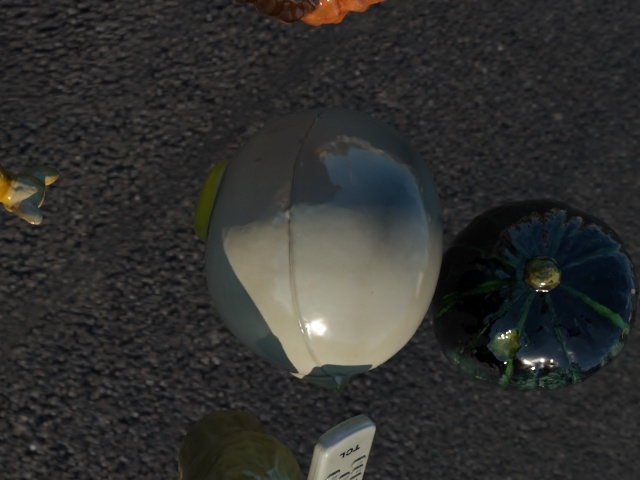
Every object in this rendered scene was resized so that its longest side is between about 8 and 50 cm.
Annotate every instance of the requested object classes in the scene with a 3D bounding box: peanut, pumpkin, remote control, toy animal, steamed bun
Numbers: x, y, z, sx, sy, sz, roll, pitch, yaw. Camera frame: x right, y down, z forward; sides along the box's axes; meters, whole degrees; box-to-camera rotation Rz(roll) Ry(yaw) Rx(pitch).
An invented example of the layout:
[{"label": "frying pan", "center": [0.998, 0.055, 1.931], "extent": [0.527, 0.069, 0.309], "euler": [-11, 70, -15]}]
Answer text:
[{"label": "peanut", "center": [-0.098, 0.290, 1.356], "extent": [0.147, 0.319, 0.147], "euler": [-1, 99, -7]}, {"label": "pumpkin", "center": [0.319, 0.081, 1.676], "extent": [0.238, 0.315, 0.315], "euler": [61, 47, -67]}, {"label": "remote control", "center": [0.018, 0.295, 1.379], "extent": [0.087, 0.029, 0.190], "euler": [-21, 137, -37]}, {"label": "toy animal", "center": [-0.257, -0.048, 0.931], "extent": [0.083, 0.081, 0.060], "euler": [16, 57, -29]}, {"label": "steamed bun", "center": [0.006, 0.000, 1.454], "extent": [0.334, 0.334, 0.374], "euler": [57, 33, -26]}]

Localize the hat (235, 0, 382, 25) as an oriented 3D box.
[{"label": "hat", "center": [-0.041, -0.396, 1.207], "extent": [0.285, 0.400, 0.285], "euler": [-3, 113, -7]}]
